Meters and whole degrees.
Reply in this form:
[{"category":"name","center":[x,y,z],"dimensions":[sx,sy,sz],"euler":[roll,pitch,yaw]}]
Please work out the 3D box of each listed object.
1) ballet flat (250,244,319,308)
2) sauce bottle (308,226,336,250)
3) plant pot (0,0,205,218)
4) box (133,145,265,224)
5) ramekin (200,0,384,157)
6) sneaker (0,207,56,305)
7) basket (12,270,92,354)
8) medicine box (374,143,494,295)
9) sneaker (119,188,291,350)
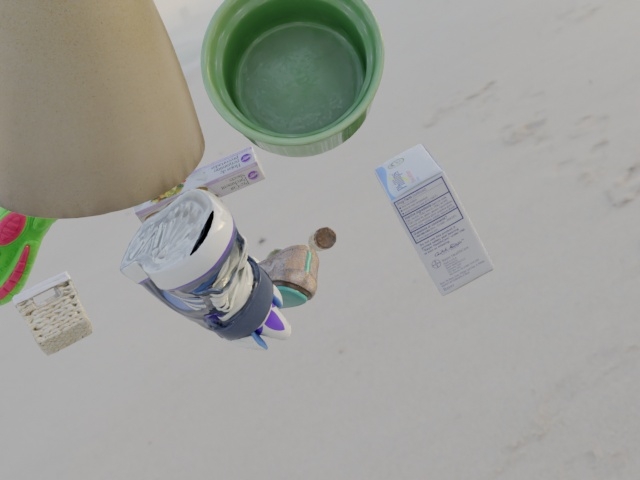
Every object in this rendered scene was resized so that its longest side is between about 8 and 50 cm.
[{"category":"ballet flat","center":[-0.102,0.073,1.551],"dimensions":[0.316,0.107,0.106],"euler":[-17,51,49]},{"category":"sauce bottle","center":[0.000,0.000,1.664],"dimensions":[0.042,0.042,0.128],"euler":[-26,-2,-10]},{"category":"plant pot","center":[-0.268,-0.206,0.978],"dimensions":[0.256,0.274,0.257],"euler":[-3,36,2]},{"category":"box","center":[-0.296,-0.127,2.221],"dimensions":[0.323,0.067,0.063],"euler":[-22,47,4]},{"category":"ramekin","center":[-0.042,-0.288,1.566],"dimensions":[0.303,0.304,0.148],"euler":[-23,-11,0]},{"category":"sneaker","center":[-0.585,-0.094,1.861],"dimensions":[0.483,0.185,0.202],"euler":[-48,37,2]},{"category":"basket","center":[-0.500,0.142,1.738],"dimensions":[0.113,0.103,0.167],"euler":[-28,-9,-15]},{"category":"medicine box","center":[0.275,-0.056,2.266],"dimensions":[0.149,0.289,0.263],"euler":[-28,21,5]},{"category":"sneaker","center":[-0.110,0.052,1.181],"dimensions":[0.322,0.236,0.130],"euler":[-11,50,63]}]
